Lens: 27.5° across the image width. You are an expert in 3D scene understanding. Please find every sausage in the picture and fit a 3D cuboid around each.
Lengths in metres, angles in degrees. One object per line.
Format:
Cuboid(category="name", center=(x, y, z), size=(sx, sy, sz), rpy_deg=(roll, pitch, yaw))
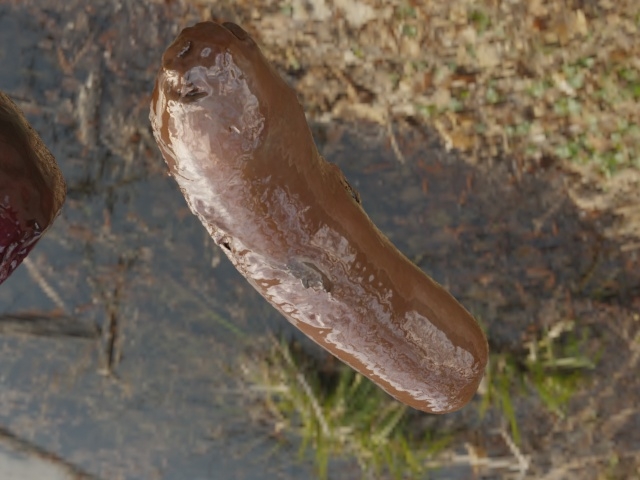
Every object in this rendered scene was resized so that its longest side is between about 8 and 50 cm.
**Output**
Cuboid(category="sausage", center=(-0.001, 0.001, 0.712), size=(0.087, 0.079, 0.326), rpy_deg=(-19, 139, 22))

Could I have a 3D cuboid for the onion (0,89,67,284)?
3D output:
Cuboid(category="onion", center=(-0.351, -0.061, 1.128), size=(0.146, 0.314, 0.280), rpy_deg=(-14, 122, 44))
